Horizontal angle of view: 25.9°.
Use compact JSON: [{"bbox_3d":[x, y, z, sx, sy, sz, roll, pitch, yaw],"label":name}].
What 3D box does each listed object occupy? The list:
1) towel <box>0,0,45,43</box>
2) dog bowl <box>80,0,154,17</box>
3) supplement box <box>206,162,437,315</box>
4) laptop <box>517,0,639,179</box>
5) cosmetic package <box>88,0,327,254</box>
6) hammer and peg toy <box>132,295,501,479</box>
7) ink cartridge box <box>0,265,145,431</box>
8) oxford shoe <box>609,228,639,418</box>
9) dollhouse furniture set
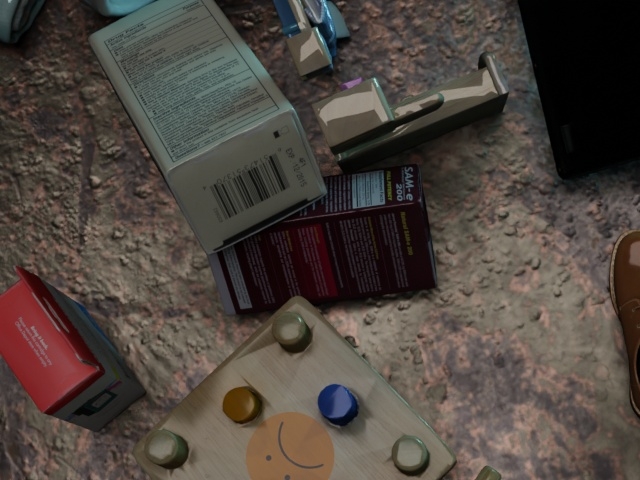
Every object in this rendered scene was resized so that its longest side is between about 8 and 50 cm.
[{"bbox_3d":[-0.434,-0.462,1.722,0.321,0.090,0.374,24,78,8],"label":"towel"},{"bbox_3d":[-0.171,-0.393,1.555,0.102,0.349,0.349,43,86,3],"label":"dog bowl"},{"bbox_3d":[0.000,0.000,1.521,0.239,0.130,0.073,-7,41,7],"label":"supplement box"},{"bbox_3d":[0.446,-0.296,1.527,0.408,0.236,0.382,-16,81,31],"label":"laptop"},{"bbox_3d":[-0.127,-0.138,1.510,0.153,0.129,0.296,-27,43,-4],"label":"cosmetic package"},{"bbox_3d":[0.012,0.261,1.462,0.266,0.127,0.361,-44,74,-6],"label":"hammer and peg toy"},{"bbox_3d":[-0.281,0.119,1.488,0.078,0.231,0.134,-38,73,-2],"label":"ink cartridge box"},{"bbox_3d":[0.353,0.084,1.480,0.076,0.076,0.212,-8,73,9],"label":"oxford shoe"},{"bbox_3d":[0.052,-0.256,1.503,0.198,0.286,0.303,-23,85,2],"label":"dollhouse furniture set"}]
